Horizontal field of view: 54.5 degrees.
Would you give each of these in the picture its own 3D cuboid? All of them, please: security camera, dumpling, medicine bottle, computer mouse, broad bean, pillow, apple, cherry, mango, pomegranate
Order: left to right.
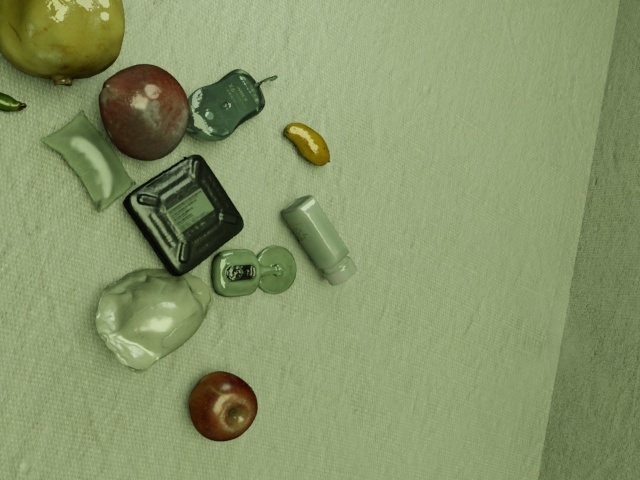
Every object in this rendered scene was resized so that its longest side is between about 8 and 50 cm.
[{"bbox_3d":[-0.880,-0.401,1.582,0.256,0.052,0.052,34,34,-25],"label":"broad bean"},{"bbox_3d":[-0.651,-0.549,1.573,0.332,0.332,0.333,2,87,-30],"label":"pomegranate"},{"bbox_3d":[-0.631,-0.216,1.701,0.144,0.078,0.254,-41,108,-25],"label":"pillow"},{"bbox_3d":[-0.482,-0.357,1.698,0.221,0.307,0.261,9,80,15],"label":"cherry"},{"bbox_3d":[-0.465,0.190,1.730,0.260,0.181,0.341,45,65,0],"label":"dumpling"},{"bbox_3d":[-0.291,0.484,1.827,0.201,0.162,0.201,-7,102,-35],"label":"apple"},{"bbox_3d":[-0.275,-0.426,1.919,0.379,0.090,0.167,-38,107,-32],"label":"computer mouse"},{"bbox_3d":[-0.196,0.096,1.947,0.301,0.080,0.157,-3,89,-33],"label":"security camera"},{"bbox_3d":[-0.039,-0.322,2.059,0.190,0.075,0.098,41,63,-15],"label":"mango"},{"bbox_3d":[0.000,0.000,2.013,0.111,0.161,0.296,-39,105,-24],"label":"medicine bottle"}]

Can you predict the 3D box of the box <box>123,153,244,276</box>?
[{"bbox_3d":[-0.391,-0.079,1.821,0.290,0.073,0.289,-41,106,-36],"label":"box"}]
